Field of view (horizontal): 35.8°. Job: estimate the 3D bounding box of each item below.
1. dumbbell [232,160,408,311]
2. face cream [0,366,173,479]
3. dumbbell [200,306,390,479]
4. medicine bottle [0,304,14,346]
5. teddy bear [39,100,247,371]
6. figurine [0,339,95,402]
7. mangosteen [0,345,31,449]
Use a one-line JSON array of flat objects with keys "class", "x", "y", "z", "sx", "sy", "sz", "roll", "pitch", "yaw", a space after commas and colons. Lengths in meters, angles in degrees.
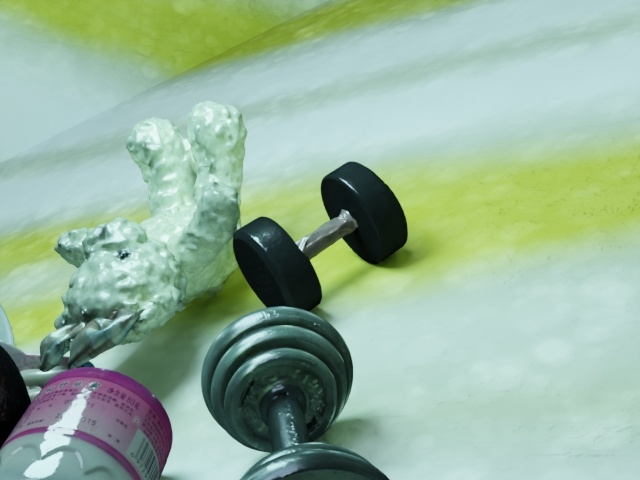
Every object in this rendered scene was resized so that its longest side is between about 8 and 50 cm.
[{"class": "dumbbell", "x": 0.000, "y": 0.000, "z": 1.422, "sx": 0.218, "sy": 0.152, "sz": 0.152, "roll": -33, "pitch": 25, "yaw": -20}, {"class": "face cream", "x": -0.273, "y": 0.264, "z": 1.106, "sx": 0.175, "sy": 0.175, "sz": 0.195, "roll": -16, "pitch": 24, "yaw": 18}, {"class": "dumbbell", "x": -0.028, "y": 0.208, "z": 0.991, "sx": 0.179, "sy": 0.179, "sz": 0.406, "roll": -24, "pitch": 23, "yaw": 0}, {"class": "medicine bottle", "x": -0.647, "y": 0.180, "z": 1.666, "sx": 0.225, "sy": 0.139, "sz": 0.139, "roll": -24, "pitch": 24, "yaw": 1}, {"class": "teddy bear", "x": -0.274, "y": -0.021, "z": 1.449, "sx": 0.327, "sy": 0.376, "sz": 0.362, "roll": -9, "pitch": -3, "yaw": 32}, {"class": "figurine", "x": -0.435, "y": 0.246, "z": 1.415, "sx": 0.260, "sy": 0.103, "sz": 0.205, "roll": -14, "pitch": 62, "yaw": 17}, {"class": "mangosteen", "x": -0.501, "y": 0.232, "z": 1.198, "sx": 0.313, "sy": 0.297, "sz": 0.297, "roll": 4, "pitch": 36, "yaw": 48}]
